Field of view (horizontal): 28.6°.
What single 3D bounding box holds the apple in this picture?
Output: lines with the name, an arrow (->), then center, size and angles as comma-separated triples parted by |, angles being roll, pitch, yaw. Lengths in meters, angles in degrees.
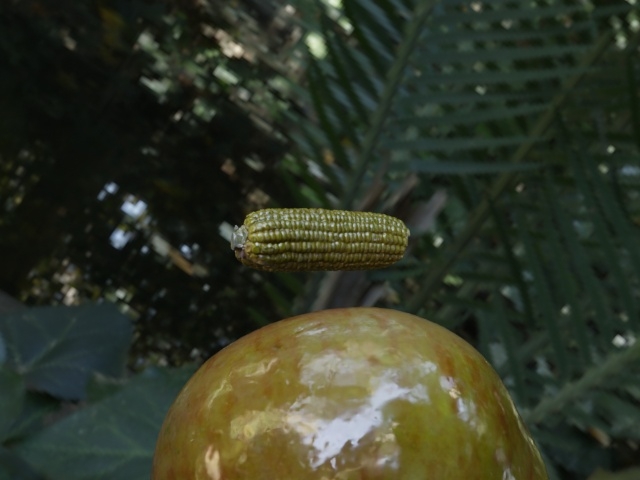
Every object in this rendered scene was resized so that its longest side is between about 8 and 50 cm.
apple -> 0.030, 0.266, 1.214 | 0.400, 0.400, 0.333 | 27, 25, -30

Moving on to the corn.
corn -> 0.000, 0.000, 1.529 | 0.238, 0.080, 0.080 | 1, 34, -28
